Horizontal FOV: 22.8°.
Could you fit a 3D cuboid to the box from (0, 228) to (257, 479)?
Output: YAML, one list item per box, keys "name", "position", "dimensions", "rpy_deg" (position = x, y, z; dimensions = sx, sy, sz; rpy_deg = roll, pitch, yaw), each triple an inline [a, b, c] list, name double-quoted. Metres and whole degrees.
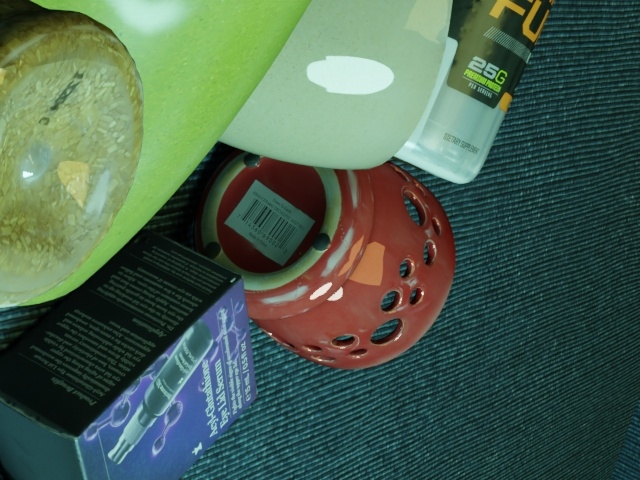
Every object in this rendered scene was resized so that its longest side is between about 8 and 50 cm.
- name: "box"
  position: [-0.157, 0.119, 1.270]
  dimensions: [0.207, 0.108, 0.153]
  rpy_deg: [-46, 148, -33]

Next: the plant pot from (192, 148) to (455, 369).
- name: "plant pot"
  position: [0.000, 0.000, 1.367]
  dimensions: [0.191, 0.191, 0.174]
  rpy_deg: [-62, 147, -6]

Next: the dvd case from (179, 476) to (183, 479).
- name: "dvd case"
  position: [-0.204, 0.242, 1.384]
  dimensions: [0.221, 0.018, 0.165]
  rpy_deg: [-46, 147, -31]

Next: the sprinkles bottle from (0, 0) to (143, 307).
- name: "sprinkles bottle"
  position: [-0.242, -0.091, 0.676]
  dimensions: [0.121, 0.355, 0.121]
  rpy_deg: [-41, 144, -39]

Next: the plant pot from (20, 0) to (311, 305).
- name: "plant pot"
  position: [-0.153, -0.112, 0.860]
  dimensions: [0.275, 0.275, 0.293]
  rpy_deg: [-35, 158, -45]

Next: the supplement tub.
- name: "supplement tub"
  position: [0.104, -0.224, 1.361]
  dimensions: [0.193, 0.193, 0.316]
  rpy_deg: [16, 97, -63]

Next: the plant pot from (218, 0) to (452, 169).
- name: "plant pot"
  position: [-0.059, -0.186, 1.070]
  dimensions: [0.191, 0.284, 0.284]
  rpy_deg: [-4, 120, -24]
